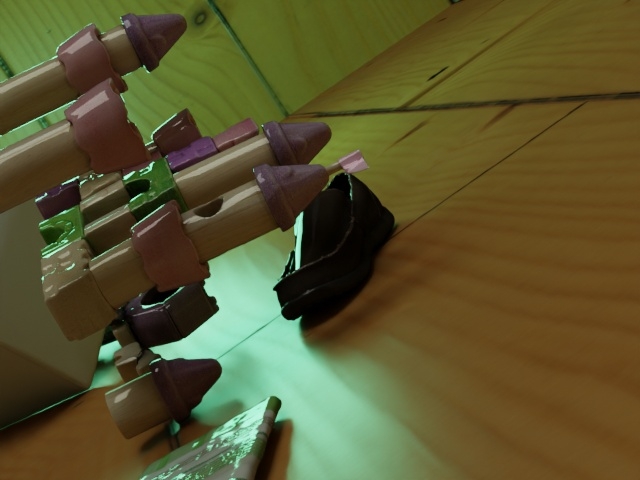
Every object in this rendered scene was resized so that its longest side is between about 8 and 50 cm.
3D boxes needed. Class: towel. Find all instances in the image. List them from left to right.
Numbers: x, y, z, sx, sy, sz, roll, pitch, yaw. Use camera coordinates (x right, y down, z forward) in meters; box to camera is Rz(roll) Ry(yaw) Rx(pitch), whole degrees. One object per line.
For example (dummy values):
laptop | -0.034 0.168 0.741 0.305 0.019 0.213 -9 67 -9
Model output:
towel | -0.078 0.155 0.812 0.113 0.023 0.152 -29 8 13

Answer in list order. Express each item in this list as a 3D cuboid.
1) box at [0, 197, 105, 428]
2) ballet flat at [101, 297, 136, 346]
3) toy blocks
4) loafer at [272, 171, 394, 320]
box | -0.413 0.096 1.510 0.345 0.168 0.215 -26 44 38
ballet flat | -0.292 0.104 1.569 0.221 0.079 0.077 -28 10 27
toy blocks | -0.103 -0.030 1.072 0.260 0.309 0.288 -26 24 -3
loafer | 0.000 0.000 1.124 0.080 0.078 0.220 -30 10 22
